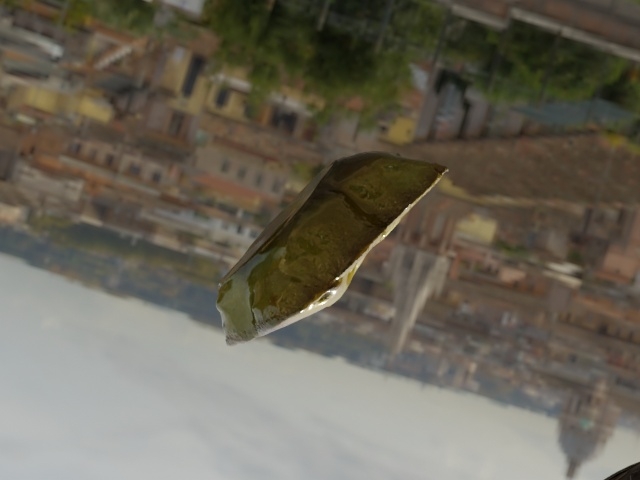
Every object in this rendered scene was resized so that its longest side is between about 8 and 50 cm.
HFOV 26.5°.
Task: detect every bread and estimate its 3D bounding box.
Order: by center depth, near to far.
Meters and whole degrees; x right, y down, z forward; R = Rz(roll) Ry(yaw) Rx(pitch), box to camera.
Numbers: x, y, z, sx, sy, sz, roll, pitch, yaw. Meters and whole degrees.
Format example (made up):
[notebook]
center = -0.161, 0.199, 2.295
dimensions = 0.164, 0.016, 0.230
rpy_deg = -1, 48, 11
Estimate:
[bread]
center = 0.000, 0.000, 1.230
dimensions = 0.088, 0.233, 0.161
rpy_deg = 43, 151, -2

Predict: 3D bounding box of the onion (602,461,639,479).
[onion]
center = 0.179, 0.206, 0.601
dimensions = 0.221, 0.281, 0.281
rpy_deg = -9, -172, -25
